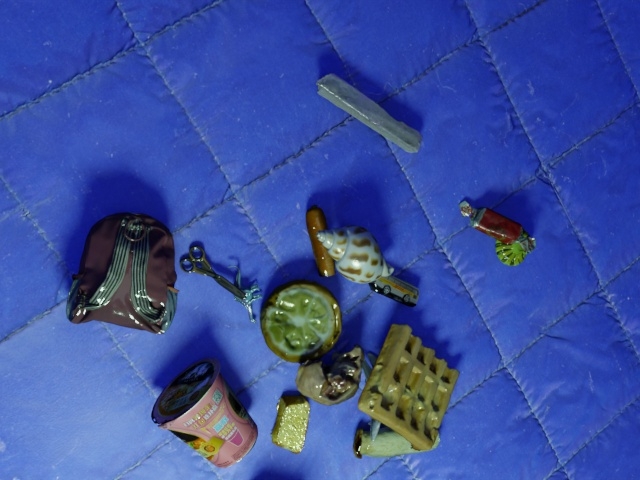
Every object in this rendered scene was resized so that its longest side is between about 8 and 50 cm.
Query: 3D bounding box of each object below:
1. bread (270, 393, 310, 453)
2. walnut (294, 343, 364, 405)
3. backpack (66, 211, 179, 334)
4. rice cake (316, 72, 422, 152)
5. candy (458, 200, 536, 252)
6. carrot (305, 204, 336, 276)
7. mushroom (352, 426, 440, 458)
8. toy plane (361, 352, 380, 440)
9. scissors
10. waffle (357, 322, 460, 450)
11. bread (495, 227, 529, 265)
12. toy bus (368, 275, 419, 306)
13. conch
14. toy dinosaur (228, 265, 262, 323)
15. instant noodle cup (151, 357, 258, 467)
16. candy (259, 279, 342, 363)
[{"bbox_3d":[-0.091,0.574,1.876,0.103,0.065,0.187,14,90,-24],"label":"bread"},{"bbox_3d":[0.042,0.426,1.822,0.238,0.204,0.141,-14,57,-32],"label":"walnut"},{"bbox_3d":[-0.517,0.081,1.628,0.283,0.197,0.317,11,89,-17],"label":"backpack"},{"bbox_3d":[0.154,-0.400,1.890,0.399,0.064,0.070,30,75,-18],"label":"rice cake"},{"bbox_3d":[0.593,-0.048,2.026,0.292,0.059,0.086,26,79,3],"label":"candy"},{"bbox_3d":[0.000,0.000,1.864,0.067,0.067,0.225,-16,100,-17],"label":"carrot"},{"bbox_3d":[0.249,0.658,1.983,0.312,0.081,0.100,2,94,-20],"label":"mushroom"},{"bbox_3d":[0.186,0.507,1.931,0.212,0.088,0.267,23,67,-18],"label":"toy plane"},{"bbox_3d":[-0.307,0.106,1.772,0.220,0.017,0.088,37,81,-5],"label":"scissors"},{"bbox_3d":[0.289,0.474,1.913,0.348,0.077,0.304,40,62,-29],"label":"waffle"},{"bbox_3d":[0.671,0.018,2.086,0.139,0.071,0.130,-34,99,-13],"label":"bread"},{"bbox_3d":[0.241,0.156,1.960,0.172,0.057,0.072,25,77,-18],"label":"toy bus"},{"bbox_3d":[0.105,0.038,1.833,0.149,0.183,0.275,-40,118,-5],"label":"conch"},{"bbox_3d":[-0.222,0.159,1.811,0.080,0.045,0.197,-22,104,-5],"label":"toy dinosaur"},{"bbox_3d":[-0.312,0.506,1.724,0.244,0.244,0.255,-40,111,-12],"label":"instant noodle cup"},{"bbox_3d":[-0.059,0.244,1.835,0.260,0.118,0.259,0,91,-18],"label":"candy"}]
